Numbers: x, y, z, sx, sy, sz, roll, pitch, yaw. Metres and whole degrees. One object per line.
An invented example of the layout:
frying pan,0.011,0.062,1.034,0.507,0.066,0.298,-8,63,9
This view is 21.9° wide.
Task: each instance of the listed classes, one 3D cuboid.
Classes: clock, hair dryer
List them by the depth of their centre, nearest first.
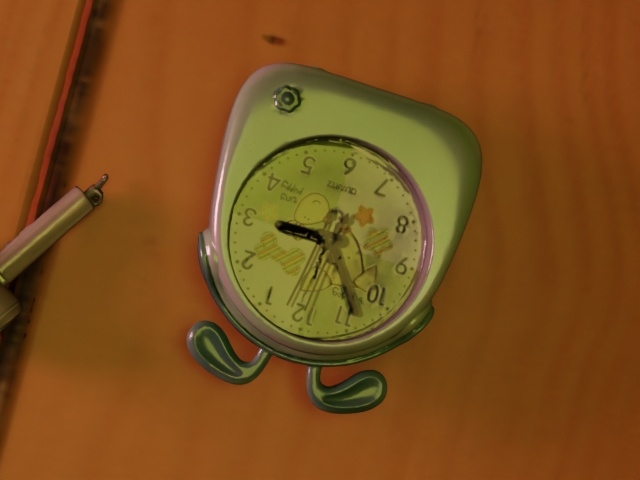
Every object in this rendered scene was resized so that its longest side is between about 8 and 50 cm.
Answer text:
hair dryer,-0.170,-0.001,0.939,0.124,0.038,0.063,-43,93,-15
clock,0.000,0.000,0.950,0.148,0.060,0.188,20,84,-7
